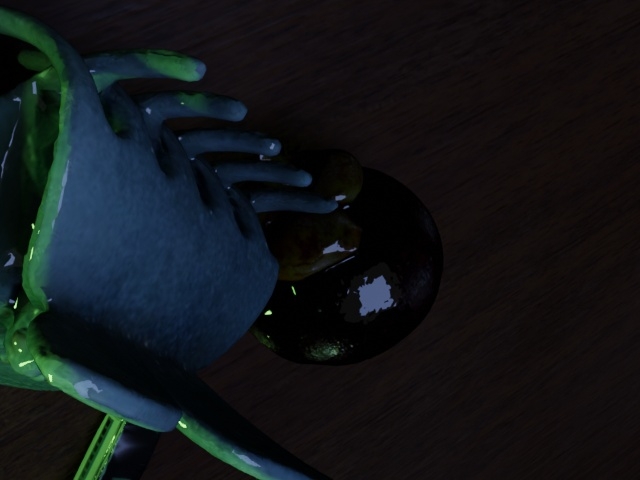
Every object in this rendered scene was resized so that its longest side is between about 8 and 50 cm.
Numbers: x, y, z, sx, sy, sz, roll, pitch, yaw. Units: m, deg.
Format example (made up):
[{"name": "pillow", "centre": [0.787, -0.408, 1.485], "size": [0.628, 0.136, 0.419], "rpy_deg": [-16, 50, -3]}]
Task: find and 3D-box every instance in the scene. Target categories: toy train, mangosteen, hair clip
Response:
[{"name": "toy train", "centre": [-0.197, 0.193, 1.020], "size": [0.055, 0.048, 0.252], "rpy_deg": [22, 99, -44]}, {"name": "mangosteen", "centre": [0.000, 0.000, 0.938], "size": [0.211, 0.211, 0.250], "rpy_deg": [-39, 125, -13]}, {"name": "hair clip", "centre": [-0.149, 0.010, 0.716], "size": [0.318, 0.392, 0.238], "rpy_deg": [42, 64, -59]}]
